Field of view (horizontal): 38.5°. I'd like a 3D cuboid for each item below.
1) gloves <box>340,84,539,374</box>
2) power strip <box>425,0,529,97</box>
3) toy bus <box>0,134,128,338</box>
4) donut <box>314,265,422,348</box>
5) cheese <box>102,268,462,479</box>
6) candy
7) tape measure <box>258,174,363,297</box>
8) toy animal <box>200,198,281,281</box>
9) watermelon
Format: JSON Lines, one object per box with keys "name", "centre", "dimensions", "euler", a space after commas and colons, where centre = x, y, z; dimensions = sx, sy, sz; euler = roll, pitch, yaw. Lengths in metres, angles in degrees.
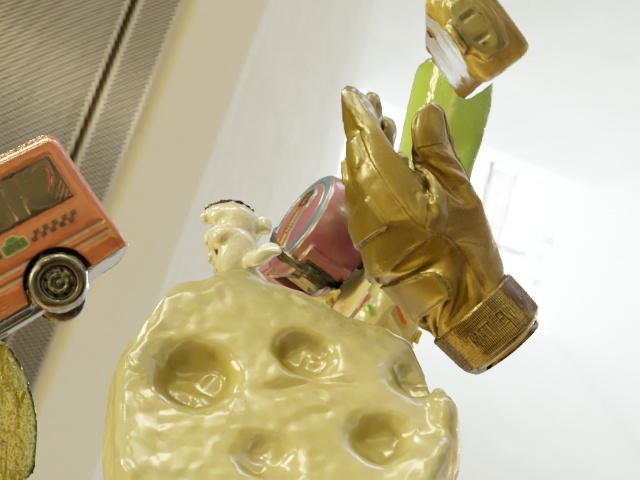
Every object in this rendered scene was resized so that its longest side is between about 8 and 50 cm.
{"name": "gloves", "centre": [0.102, -0.017, 0.967], "dimensions": [0.141, 0.154, 0.331], "euler": [-32, -95, -17]}
{"name": "power strip", "centre": [0.106, -0.140, 0.656], "dimensions": [0.044, 0.305, 0.064], "euler": [-36, -89, 9]}
{"name": "toy bus", "centre": [-0.470, 0.053, 1.153], "dimensions": [0.427, 0.203, 0.233], "euler": [-31, -90, -19]}
{"name": "donut", "centre": [0.077, 0.152, 1.727], "dimensions": [0.150, 0.307, 0.371], "euler": [39, -152, -12]}
{"name": "cheese", "centre": [-0.038, 0.160, 0.814], "dimensions": [0.318, 0.326, 0.115], "euler": [-4, -46, -23]}
{"name": "candy", "centre": [0.175, -0.126, 1.479], "dimensions": [0.132, 0.142, 0.344], "euler": [9, -82, -39]}
{"name": "tape measure", "centre": [0.000, 0.000, 1.735], "dimensions": [0.149, 0.245, 0.231], "euler": [38, -106, -17]}
{"name": "toy animal", "centre": [-0.091, 0.011, 1.001], "dimensions": [0.085, 0.124, 0.071], "euler": [4, -61, -8]}
{"name": "watermelon", "centre": [-0.485, 0.293, 1.314], "dimensions": [0.129, 0.123, 0.301], "euler": [58, -146, -67]}
